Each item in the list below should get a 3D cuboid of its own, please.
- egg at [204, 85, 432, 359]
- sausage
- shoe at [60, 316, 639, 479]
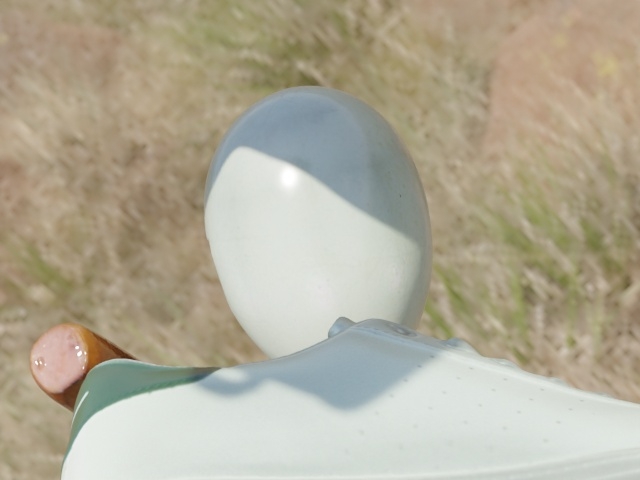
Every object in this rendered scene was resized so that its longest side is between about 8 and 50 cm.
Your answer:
[{"bbox_3d":[0.000,0.000,1.302,0.151,0.151,0.209,-11,87,37],"label":"egg"},{"bbox_3d":[-0.107,0.082,1.038,0.041,0.131,0.039,-35,57,8],"label":"sausage"},{"bbox_3d":[0.064,0.105,0.822,0.363,0.131,0.160,-1,38,-13],"label":"shoe"}]
